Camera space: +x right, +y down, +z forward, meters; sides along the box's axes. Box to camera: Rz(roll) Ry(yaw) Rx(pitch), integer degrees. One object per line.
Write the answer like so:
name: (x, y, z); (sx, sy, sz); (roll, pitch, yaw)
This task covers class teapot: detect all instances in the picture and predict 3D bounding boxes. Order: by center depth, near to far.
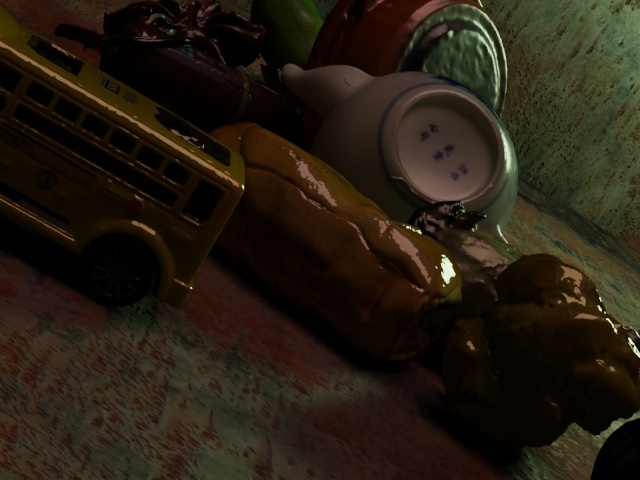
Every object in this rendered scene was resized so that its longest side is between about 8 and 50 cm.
teapot: (0.101, -0.065, 1.973); (0.424, 0.252, 0.280); (52, -26, 2)

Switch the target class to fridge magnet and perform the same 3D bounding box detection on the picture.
fridge magnet: (0.121, -0.198, 2.190); (0.155, 0.363, 0.363); (17, -2, 41)

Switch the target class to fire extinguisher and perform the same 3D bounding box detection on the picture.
fire extinguisher: (-0.177, -0.202, 2.106); (0.341, 0.105, 0.141); (25, -15, -31)

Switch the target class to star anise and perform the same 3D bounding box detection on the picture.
star anise: (-0.190, -0.265, 2.260); (0.220, 0.126, 0.190); (4, 20, -16)

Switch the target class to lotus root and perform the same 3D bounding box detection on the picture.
lotus root: (0.204, 0.084, 1.751); (0.309, 0.173, 0.173); (30, 11, -10)

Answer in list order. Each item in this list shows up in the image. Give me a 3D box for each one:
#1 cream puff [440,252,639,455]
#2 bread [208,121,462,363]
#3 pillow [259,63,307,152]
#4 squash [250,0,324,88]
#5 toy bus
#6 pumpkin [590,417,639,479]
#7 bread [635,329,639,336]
cream puff: (0.199, 0.116, 1.550); (0.195, 0.194, 0.221); (34, -9, 6)
bread: (0.000, 0.000, 1.622); (0.294, 0.132, 0.167); (35, 5, 19)
pillow: (0.053, -0.153, 2.403); (0.310, 0.138, 0.283); (29, 16, -23)
squash: (-0.041, -0.294, 2.342); (0.107, 0.107, 0.395); (28, 18, -22)
toy bus: (-0.228, -0.083, 1.297); (0.331, 0.151, 0.145); (31, 13, -11)
pumpkin: (0.339, 0.240, 1.483); (0.202, 0.140, 0.202); (29, 10, -5)
bread: (0.513, 0.193, 2.315); (0.344, 0.084, 0.124); (16, 42, -56)
